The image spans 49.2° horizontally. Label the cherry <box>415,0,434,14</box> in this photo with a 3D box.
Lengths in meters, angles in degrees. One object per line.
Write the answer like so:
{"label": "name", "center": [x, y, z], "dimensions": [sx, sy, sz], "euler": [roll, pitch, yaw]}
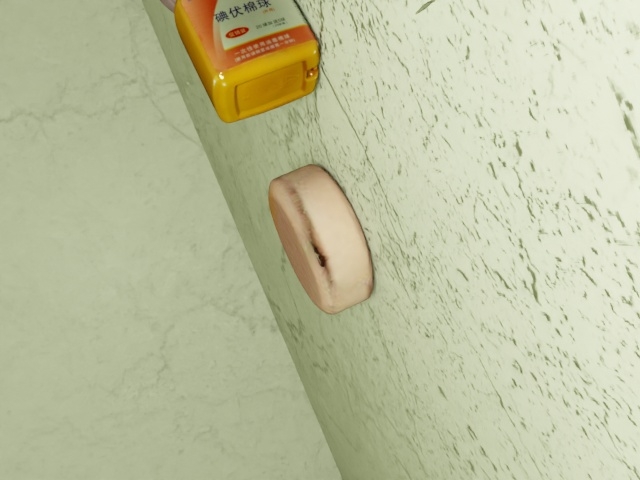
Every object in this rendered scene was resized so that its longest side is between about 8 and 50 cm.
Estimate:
{"label": "cherry", "center": [0.089, -0.200, 0.376], "dimensions": [0.126, 0.087, 0.106], "euler": [105, 151, -42]}

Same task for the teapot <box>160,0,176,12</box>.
{"label": "teapot", "center": [-0.167, -0.398, 1.034], "dimensions": [0.146, 0.116, 0.148], "euler": [58, -146, -23]}

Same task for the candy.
{"label": "candy", "center": [0.000, 0.000, 1.125], "dimensions": [0.255, 0.094, 0.255], "euler": [61, 167, 24]}

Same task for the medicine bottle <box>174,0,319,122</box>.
{"label": "medicine bottle", "center": [-0.109, -0.285, 0.929], "dimensions": [0.112, 0.149, 0.222], "euler": [97, 148, -66]}
